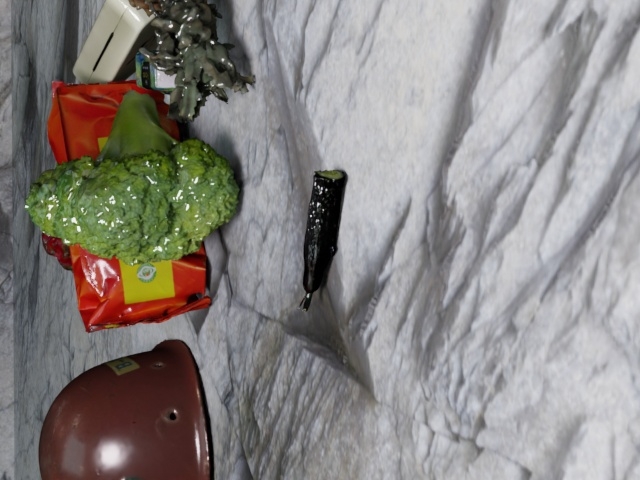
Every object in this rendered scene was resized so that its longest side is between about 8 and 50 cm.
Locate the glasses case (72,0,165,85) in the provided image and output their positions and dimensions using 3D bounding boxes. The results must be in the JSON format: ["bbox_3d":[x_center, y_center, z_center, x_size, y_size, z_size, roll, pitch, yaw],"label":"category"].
[{"bbox_3d":[-0.288,-0.324,1.792,0.070,0.131,0.313,46,154,-5],"label":"glasses case"}]

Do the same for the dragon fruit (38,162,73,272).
[{"bbox_3d":[-0.409,-0.034,2.055,0.198,0.218,0.273,-59,9,-20],"label":"dragon fruit"}]

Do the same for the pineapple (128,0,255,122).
[{"bbox_3d":[-0.187,-0.329,1.538,0.361,0.175,0.175,68,151,25],"label":"pineapple"}]

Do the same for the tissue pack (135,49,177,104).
[{"bbox_3d":[-0.212,-0.234,1.686,0.111,0.085,0.079,-161,70,-65],"label":"tissue pack"}]

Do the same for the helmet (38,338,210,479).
[{"bbox_3d":[-0.326,0.329,1.837,0.385,0.230,0.338,-170,78,-65],"label":"helmet"}]

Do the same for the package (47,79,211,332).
[{"bbox_3d":[-0.287,-0.052,1.742,0.123,0.195,0.424,115,144,-59],"label":"package"}]

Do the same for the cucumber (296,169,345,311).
[{"bbox_3d":[0.000,0.000,1.275,0.039,0.043,0.163,18,119,21],"label":"cucumber"}]

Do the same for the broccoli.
[{"bbox_3d":[-0.264,-0.059,1.605,0.302,0.254,0.186,27,143,58],"label":"broccoli"}]
